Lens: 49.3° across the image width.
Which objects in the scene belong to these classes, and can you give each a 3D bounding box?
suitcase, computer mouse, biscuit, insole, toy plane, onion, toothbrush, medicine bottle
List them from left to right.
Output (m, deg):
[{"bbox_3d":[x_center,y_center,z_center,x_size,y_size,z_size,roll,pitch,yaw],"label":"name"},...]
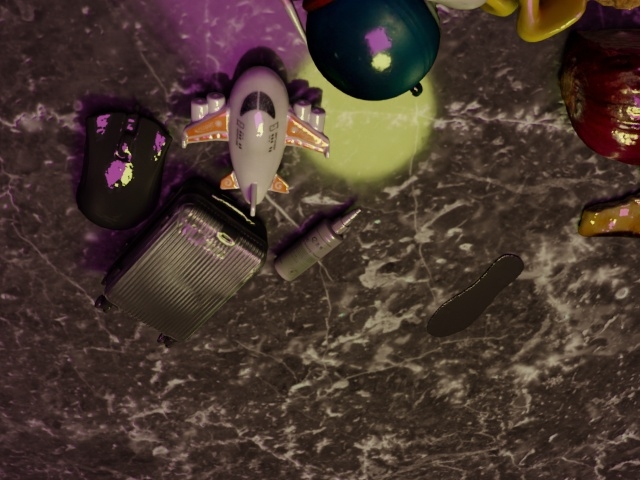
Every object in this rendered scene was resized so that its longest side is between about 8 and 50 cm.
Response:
[{"bbox_3d":[-0.345,-0.110,1.203,0.147,0.088,0.264,11,120,-13],"label":"computer mouse"},{"bbox_3d":[-0.252,0.049,1.284,0.202,0.128,0.312,37,114,-25],"label":"suitcase"},{"bbox_3d":[-0.105,-0.166,1.156,0.244,0.117,0.245,-1,124,-1],"label":"toy plane"},{"bbox_3d":[-0.061,-0.382,1.070,0.025,0.020,0.286,-29,121,13],"label":"toothbrush"},{"bbox_3d":[0.000,0.000,1.308,0.199,0.057,0.057,-37,118,21],"label":"medicine bottle"},{"bbox_3d":[0.319,0.120,1.438,0.086,0.005,0.253,32,117,-23],"label":"insole"},{"bbox_3d":[0.498,-0.219,1.104,0.216,0.207,0.206,-1,121,4],"label":"onion"},{"bbox_3d":[0.589,-0.079,1.300,0.174,0.039,0.183,6,123,-4],"label":"biscuit"}]

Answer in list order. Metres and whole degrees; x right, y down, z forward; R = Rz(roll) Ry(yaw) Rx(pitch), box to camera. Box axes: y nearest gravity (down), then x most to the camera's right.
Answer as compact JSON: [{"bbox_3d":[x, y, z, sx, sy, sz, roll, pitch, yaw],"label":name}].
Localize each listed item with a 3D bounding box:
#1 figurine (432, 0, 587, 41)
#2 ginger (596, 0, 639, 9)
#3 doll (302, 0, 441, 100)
[{"bbox_3d":[0.195,-0.447,0.888,0.338,0.204,0.283,13,98,-37],"label":"figurine"},{"bbox_3d":[0.431,-0.503,0.928,0.236,0.166,0.375,13,135,4],"label":"ginger"},{"bbox_3d":[0.050,-0.331,1.004,0.322,0.198,0.186,45,76,-19],"label":"doll"}]
